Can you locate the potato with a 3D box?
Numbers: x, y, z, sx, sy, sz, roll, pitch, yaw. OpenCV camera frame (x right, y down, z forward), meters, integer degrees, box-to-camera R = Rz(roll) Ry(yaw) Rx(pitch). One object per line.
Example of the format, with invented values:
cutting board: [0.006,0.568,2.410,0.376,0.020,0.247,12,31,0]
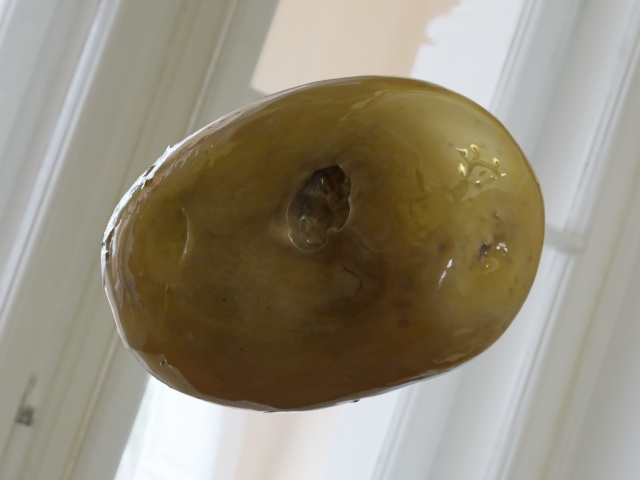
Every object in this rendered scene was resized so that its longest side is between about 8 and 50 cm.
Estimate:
potato: [0.000,0.000,0.639,0.233,0.150,0.146,-9,12,29]
